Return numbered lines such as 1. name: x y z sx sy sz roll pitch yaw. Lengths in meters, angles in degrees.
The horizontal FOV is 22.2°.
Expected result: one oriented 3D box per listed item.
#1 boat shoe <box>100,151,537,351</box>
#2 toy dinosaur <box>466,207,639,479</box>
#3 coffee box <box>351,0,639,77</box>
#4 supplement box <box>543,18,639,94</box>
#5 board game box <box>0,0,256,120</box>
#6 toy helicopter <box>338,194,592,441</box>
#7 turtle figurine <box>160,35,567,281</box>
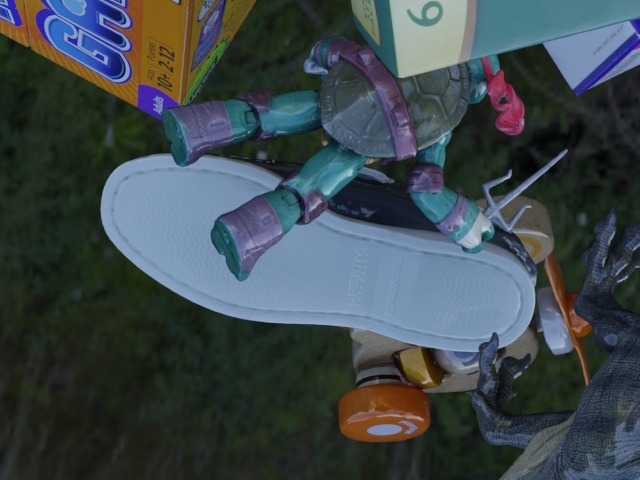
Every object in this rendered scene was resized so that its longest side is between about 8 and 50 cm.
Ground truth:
1. boat shoe: 0.000 0.000 1.134 0.303 0.091 0.114 19 115 -4
2. toy dinosaur: 0.107 0.066 0.621 0.268 0.118 0.064 -33 133 15
3. coffee box: 0.092 -0.114 0.395 0.184 0.040 0.113 -14 122 -9
4. supplement box: 0.310 -0.238 1.512 0.220 0.114 0.111 -25 168 -32
5. board game box: -0.201 -0.398 1.603 0.356 0.356 0.356 29 161 2
6. toy helicopter: 0.143 0.058 1.398 0.235 0.140 0.355 1 154 -6
7. turtle figurine: 0.031 -0.072 1.011 0.234 0.175 0.118 -21 149 -16
